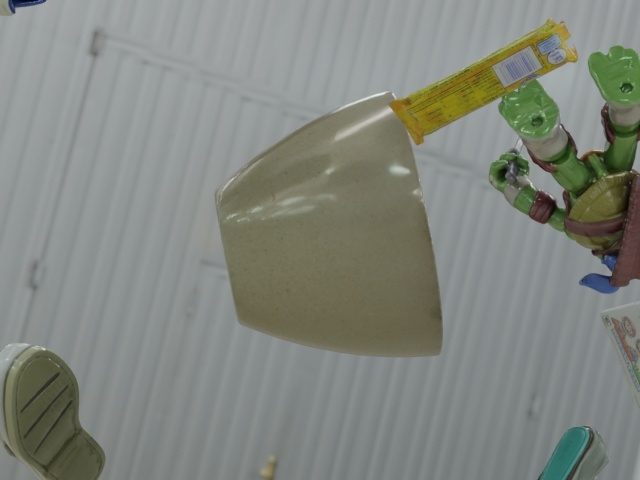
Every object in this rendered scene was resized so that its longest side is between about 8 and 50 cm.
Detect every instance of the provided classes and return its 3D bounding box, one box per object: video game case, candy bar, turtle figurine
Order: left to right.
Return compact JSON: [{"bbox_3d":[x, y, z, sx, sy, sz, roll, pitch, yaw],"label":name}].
[{"bbox_3d":[0.121,-0.118,1.202,0.161,0.040,0.018,-26,10,35],"label":"candy bar"},{"bbox_3d":[0.265,-0.109,1.621,0.198,0.274,0.266,10,-24,22],"label":"turtle figurine"},{"bbox_3d":[0.403,0.150,1.958,0.019,0.157,0.143,-20,-3,-17],"label":"video game case"}]

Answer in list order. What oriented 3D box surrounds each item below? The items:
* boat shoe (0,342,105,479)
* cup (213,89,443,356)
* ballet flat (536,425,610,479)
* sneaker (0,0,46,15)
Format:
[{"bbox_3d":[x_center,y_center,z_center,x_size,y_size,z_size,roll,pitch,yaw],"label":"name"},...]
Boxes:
[{"bbox_3d":[-0.349,0.211,1.931,0.103,0.113,0.302,28,-29,24],"label":"boat shoe"},{"bbox_3d":[0.000,0.000,1.968,0.237,0.331,0.331,-11,-4,-4],"label":"cup"},{"bbox_3d":[0.267,0.308,1.860,0.072,0.213,0.068,7,-40,53],"label":"ballet flat"},{"bbox_3d":[-0.367,-0.335,1.969,0.131,0.111,0.296,22,31,7],"label":"sneaker"}]
